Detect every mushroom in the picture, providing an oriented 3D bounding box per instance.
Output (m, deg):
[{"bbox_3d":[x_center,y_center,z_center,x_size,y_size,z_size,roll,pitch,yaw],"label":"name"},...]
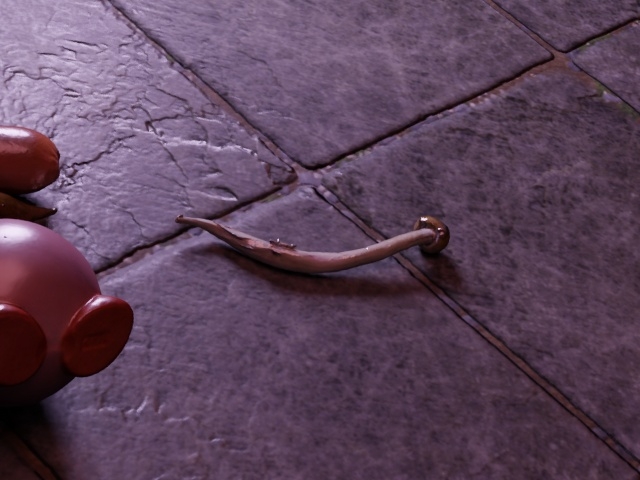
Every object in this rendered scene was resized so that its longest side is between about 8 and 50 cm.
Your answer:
[{"bbox_3d":[0.000,0.003,1.644,0.306,0.043,0.068,-1,28,-22],"label":"mushroom"}]

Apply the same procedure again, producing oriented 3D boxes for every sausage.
[{"bbox_3d":[-0.355,-0.082,1.556,0.194,0.077,0.077,2,44,-18],"label":"sausage"}]

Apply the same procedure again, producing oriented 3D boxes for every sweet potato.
[{"bbox_3d":[-0.314,-0.028,1.533,0.117,0.049,0.049,-3,46,-31],"label":"sweet potato"}]

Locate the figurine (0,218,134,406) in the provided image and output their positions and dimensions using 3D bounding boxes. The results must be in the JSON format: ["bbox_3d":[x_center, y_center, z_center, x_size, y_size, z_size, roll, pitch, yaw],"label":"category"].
[{"bbox_3d":[-0.275,0.061,1.364,0.173,0.173,0.173,12,42,-11],"label":"figurine"}]
